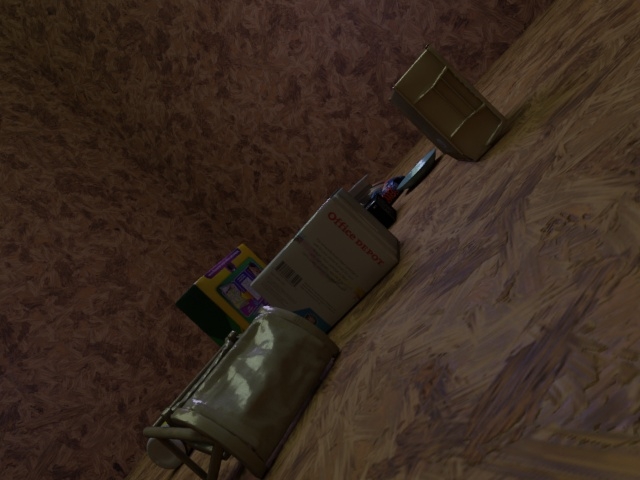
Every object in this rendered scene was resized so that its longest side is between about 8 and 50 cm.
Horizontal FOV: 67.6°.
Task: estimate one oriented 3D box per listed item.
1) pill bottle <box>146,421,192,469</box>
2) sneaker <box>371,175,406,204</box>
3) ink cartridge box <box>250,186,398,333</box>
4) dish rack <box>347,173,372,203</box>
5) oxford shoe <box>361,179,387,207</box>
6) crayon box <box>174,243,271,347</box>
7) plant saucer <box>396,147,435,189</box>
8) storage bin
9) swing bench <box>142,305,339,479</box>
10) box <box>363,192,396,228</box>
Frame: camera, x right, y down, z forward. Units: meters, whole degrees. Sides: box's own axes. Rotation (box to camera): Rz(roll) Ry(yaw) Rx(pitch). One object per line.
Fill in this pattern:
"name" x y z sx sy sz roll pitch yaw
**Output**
"pill bottle" -0.423 0.577 1.455 0.119 0.119 0.208 -47 2 20
"sneaker" 0.269 -0.189 1.857 0.087 0.083 0.221 -33 17 50
"ink cartridge box" 0.019 0.048 1.098 0.270 0.198 0.197 -46 2 16
"dish rack" 0.036 -0.069 1.628 0.333 0.072 0.285 -42 1 -24
"oxford shoe" 0.179 -0.098 1.974 0.348 0.123 0.130 -46 29 12
"crayon box" -0.215 0.199 1.445 0.106 0.313 0.363 -44 4 21
"plant saucer" 0.351 -0.242 1.699 0.195 0.037 0.195 -48 2 2
"storage bin" 0.303 -0.321 1.179 0.123 0.260 0.262 -47 3 11
"swing bench" -0.137 0.265 0.836 0.254 0.165 0.253 -45 4 47
"box" 0.157 -0.057 1.527 0.156 0.093 0.158 -46 4 18
